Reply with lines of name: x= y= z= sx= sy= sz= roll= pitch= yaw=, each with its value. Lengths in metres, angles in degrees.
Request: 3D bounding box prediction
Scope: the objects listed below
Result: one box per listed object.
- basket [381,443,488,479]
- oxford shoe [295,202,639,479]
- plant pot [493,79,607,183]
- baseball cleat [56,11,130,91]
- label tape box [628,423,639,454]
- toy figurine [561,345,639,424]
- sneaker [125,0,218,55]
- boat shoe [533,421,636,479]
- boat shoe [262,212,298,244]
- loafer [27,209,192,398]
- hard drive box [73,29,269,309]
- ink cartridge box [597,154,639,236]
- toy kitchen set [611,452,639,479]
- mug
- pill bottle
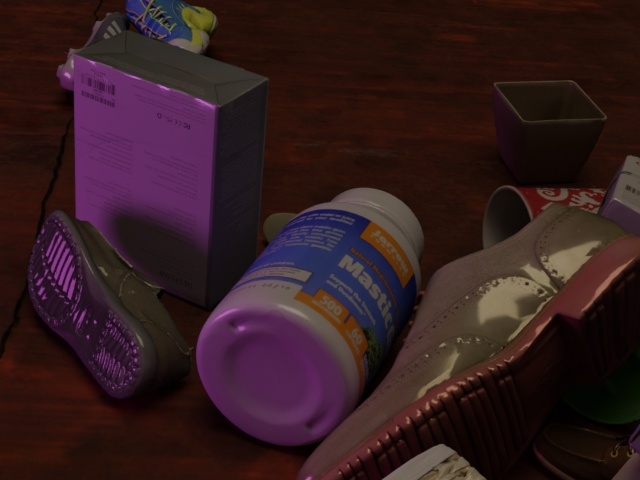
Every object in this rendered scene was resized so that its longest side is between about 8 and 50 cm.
basket: x=0.068 y=0.249 z=1.036 sx=0.103 sy=0.113 sz=0.167 roll=33 pitch=40 yaw=32
oxford shoe: x=0.120 y=0.110 z=1.191 sx=0.397 sy=0.140 sz=0.146 roll=-34 pitch=46 yaw=-21
plant pot: x=0.271 y=-0.129 z=1.701 sx=0.109 sy=0.096 sz=0.109 roll=-3 pitch=32 yaw=-15
baseball cleat: x=-0.272 y=-0.234 z=1.837 sx=0.109 sy=0.072 sz=0.206 roll=24 pitch=35 yaw=1
label tape box: x=0.414 y=0.222 z=1.027 sx=0.334 sy=0.106 sz=0.240 roll=46 pitch=20 yaw=26
toy figurine: x=0.291 y=0.077 z=1.348 sx=0.173 sy=0.130 sz=0.159 roll=49 pitch=32 yaw=14
sneaker: x=-0.213 y=-0.271 z=1.842 sx=0.126 sy=0.091 sz=0.240 roll=30 pitch=19 yaw=-9
boat shoe: x=0.273 y=0.192 z=1.207 sx=0.178 sy=0.060 sz=0.064 roll=19 pitch=34 yaw=22
boat shoe: x=0.000 y=0.002 z=1.499 sx=0.133 sy=0.049 sz=0.042 roll=14 pitch=4 yaw=26
loafer: x=-0.203 y=0.064 z=1.337 sx=0.087 sy=0.094 sz=0.251 roll=11 pitch=31 yaw=-43
hard drive box: x=-0.155 y=-0.073 z=1.412 sx=0.181 sy=0.232 sz=0.089 roll=22 pitch=34 yaw=25
ink cartridge box: x=0.330 y=-0.021 z=1.393 sx=0.099 sy=0.056 sz=0.135 roll=30 pitch=28 yaw=6
toy kitchen set: x=0.241 y=0.295 z=1.015 sx=0.166 sy=0.122 sz=0.207 roll=30 pitch=59 yaw=34
mug: x=0.279 y=0.008 z=1.483 sx=0.169 sy=0.113 sz=0.150 roll=-4 pitch=51 yaw=-23
pill bottle: x=0.006 y=0.057 z=1.299 sx=0.152 sy=0.152 sz=0.272 roll=15 pitch=33 yaw=16
